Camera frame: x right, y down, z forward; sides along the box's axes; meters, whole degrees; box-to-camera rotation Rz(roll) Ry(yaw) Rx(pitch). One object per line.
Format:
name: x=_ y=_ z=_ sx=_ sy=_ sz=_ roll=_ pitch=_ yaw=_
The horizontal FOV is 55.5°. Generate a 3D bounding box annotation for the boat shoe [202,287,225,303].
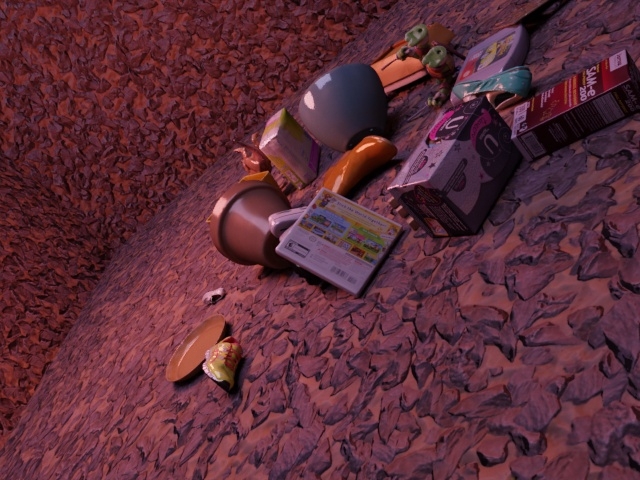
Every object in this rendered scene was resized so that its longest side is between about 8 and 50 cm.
boat shoe: x=-0.351 y=0.187 z=1.976 sx=0.100 sy=0.035 sz=0.035 roll=-23 pitch=26 yaw=29

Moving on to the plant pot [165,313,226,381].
plant pot: x=-0.350 y=0.314 z=1.747 sx=0.236 sy=0.032 sz=0.236 roll=-36 pitch=23 yaw=18

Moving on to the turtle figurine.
turtle figurine: x=0.294 y=-0.494 z=1.802 sx=0.274 sy=0.266 sz=0.198 roll=-4 pitch=78 yaw=16

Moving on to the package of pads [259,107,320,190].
package of pads: x=-0.109 y=-0.348 z=2.246 sx=0.101 sy=0.229 sz=0.297 roll=-36 pitch=24 yaw=21

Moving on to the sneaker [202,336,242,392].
sneaker: x=-0.235 y=0.296 z=1.508 sx=0.094 sy=0.081 sz=0.208 roll=-42 pitch=21 yaw=0

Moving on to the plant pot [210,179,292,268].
plant pot: x=-0.161 y=-0.024 z=1.776 sx=0.263 sy=0.263 sz=0.229 roll=-48 pitch=39 yaw=-8

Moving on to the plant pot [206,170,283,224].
plant pot: x=-0.213 y=-0.080 z=2.003 sx=0.212 sy=0.187 sz=0.212 roll=-52 pitch=23 yaw=-19

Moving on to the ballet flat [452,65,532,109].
ballet flat: x=0.422 y=-0.369 z=1.533 sx=0.247 sy=0.083 sz=0.087 roll=1 pitch=85 yaw=58

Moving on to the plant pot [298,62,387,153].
plant pot: x=0.101 y=-0.390 z=1.949 sx=0.290 sy=0.290 sz=0.196 roll=-37 pitch=64 yaw=20

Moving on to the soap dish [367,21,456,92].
soap dish: x=0.305 y=-0.639 z=2.140 sx=0.229 sy=0.118 sz=0.290 roll=-47 pitch=20 yaw=-30

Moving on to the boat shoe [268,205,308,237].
boat shoe: x=-0.030 y=-0.064 z=1.641 sx=0.076 sy=0.226 sz=0.083 roll=-120 pitch=32 yaw=-49

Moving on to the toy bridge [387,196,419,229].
toy bridge: x=0.213 y=-0.082 z=1.463 sx=0.063 sy=0.026 sz=0.188 roll=-40 pitch=22 yaw=6

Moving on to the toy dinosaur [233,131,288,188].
toy dinosaur: x=-0.213 y=-0.263 z=2.221 sx=0.127 sy=0.296 sz=0.200 roll=-27 pitch=58 yaw=-4

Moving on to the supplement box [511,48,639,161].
supplement box: x=0.506 y=-0.264 z=1.207 sx=0.239 sy=0.073 sz=0.130 roll=-26 pitch=28 yaw=37

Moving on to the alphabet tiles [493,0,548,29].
alphabet tiles: x=0.609 y=-0.683 z=1.797 sx=0.198 sy=0.009 sz=0.237 roll=-34 pitch=13 yaw=4

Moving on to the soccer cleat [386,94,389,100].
soccer cleat: x=0.192 y=-0.463 z=2.149 sx=0.072 sy=0.060 sz=0.179 roll=-24 pitch=27 yaw=39

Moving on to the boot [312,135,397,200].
boot: x=0.094 y=-0.185 z=1.786 sx=0.211 sy=0.104 sz=0.295 roll=-58 pitch=19 yaw=-17

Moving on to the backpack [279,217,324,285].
backpack: x=0.000 y=0.000 z=1.541 sx=0.188 sy=0.144 sz=0.166 roll=-38 pitch=22 yaw=-10

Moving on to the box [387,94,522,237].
box: x=0.286 y=-0.152 z=1.270 sx=0.247 sy=0.163 sz=0.142 roll=-54 pitch=22 yaw=-23

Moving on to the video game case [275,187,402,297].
video game case: x=0.044 y=-0.001 z=1.420 sx=0.226 sy=0.026 sz=0.206 roll=27 pitch=66 yaw=21

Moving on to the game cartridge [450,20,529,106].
game cartridge: x=0.484 y=-0.502 z=1.707 sx=0.196 sy=0.060 sz=0.294 roll=-18 pitch=34 yaw=42
